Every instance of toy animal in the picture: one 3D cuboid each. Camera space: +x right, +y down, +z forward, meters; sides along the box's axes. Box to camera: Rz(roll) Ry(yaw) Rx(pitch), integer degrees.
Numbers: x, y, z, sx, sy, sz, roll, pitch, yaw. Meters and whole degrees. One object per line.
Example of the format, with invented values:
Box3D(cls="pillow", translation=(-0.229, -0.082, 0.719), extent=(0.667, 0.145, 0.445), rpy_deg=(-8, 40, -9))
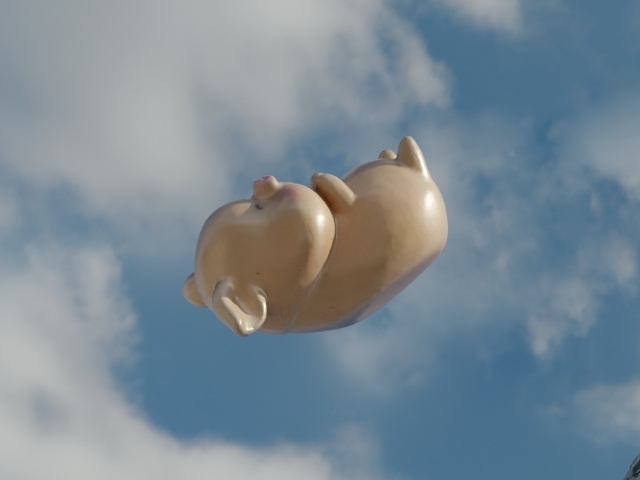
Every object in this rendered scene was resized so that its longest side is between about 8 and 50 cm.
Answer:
Box3D(cls="toy animal", translation=(-0.001, 0.008, 1.211), extent=(0.250, 0.166, 0.154), rpy_deg=(-17, -97, -15))

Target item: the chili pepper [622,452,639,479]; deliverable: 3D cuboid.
Box3D(cls="chili pepper", translation=(0.313, 0.175, 0.777), extent=(0.248, 0.233, 0.257), rpy_deg=(34, -59, -11))
